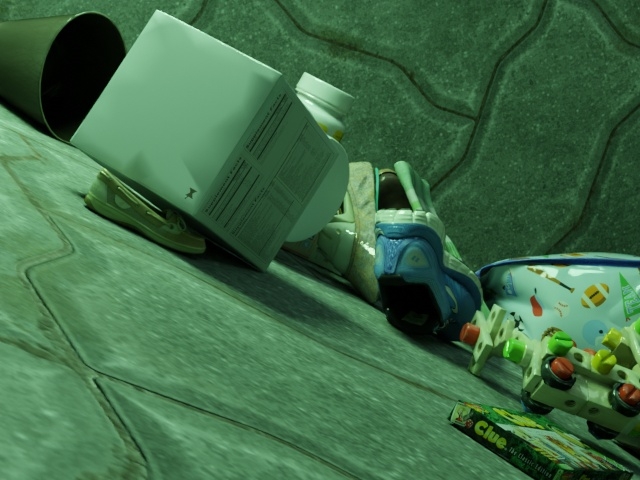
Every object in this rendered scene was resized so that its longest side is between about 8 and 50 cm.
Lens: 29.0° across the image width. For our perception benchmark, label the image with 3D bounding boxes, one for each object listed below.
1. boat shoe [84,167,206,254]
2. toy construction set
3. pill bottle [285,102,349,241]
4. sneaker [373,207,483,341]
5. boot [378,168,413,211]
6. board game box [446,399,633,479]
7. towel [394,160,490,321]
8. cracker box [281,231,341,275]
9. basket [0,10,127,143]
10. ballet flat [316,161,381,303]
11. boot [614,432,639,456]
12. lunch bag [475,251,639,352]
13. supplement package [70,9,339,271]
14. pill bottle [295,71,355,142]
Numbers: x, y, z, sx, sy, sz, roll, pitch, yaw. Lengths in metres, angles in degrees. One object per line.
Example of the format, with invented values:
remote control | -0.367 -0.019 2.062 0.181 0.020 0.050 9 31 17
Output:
boat shoe | -0.196 -0.031 1.435 0.153 0.048 0.056 27 5 -16
toy construction set | 0.358 0.168 1.713 0.328 0.151 0.215 10 40 -1
pill bottle | -0.149 -0.157 1.978 0.408 0.229 0.229 33 6 40
sneaker | 0.148 0.084 1.853 0.130 0.147 0.330 2 -26 28
boot | 0.164 0.011 2.138 0.090 0.248 0.207 -19 24 -13
board game box | 0.245 0.226 1.352 0.136 0.030 0.260 28 4 30
towel | 0.221 0.029 2.114 0.324 0.038 0.248 67 9 11
cracker box | 0.000 0.000 2.131 0.232 0.067 0.156 25 7 -23
basket | -0.433 -0.273 1.957 0.154 0.204 0.227 8 9 -46
ballet flat | 0.045 -0.017 2.008 0.106 0.107 0.316 10 37 -11
boot | 0.538 0.309 1.747 0.115 0.112 0.305 38 -2 -28
lunch bag | 0.472 0.137 2.306 0.385 0.239 0.328 5 -3 23
supplement package | -0.136 -0.118 1.567 0.199 0.198 0.262 30 -6 22
pill bottle | -0.030 -0.172 2.116 0.119 0.208 0.119 27 6 -3
